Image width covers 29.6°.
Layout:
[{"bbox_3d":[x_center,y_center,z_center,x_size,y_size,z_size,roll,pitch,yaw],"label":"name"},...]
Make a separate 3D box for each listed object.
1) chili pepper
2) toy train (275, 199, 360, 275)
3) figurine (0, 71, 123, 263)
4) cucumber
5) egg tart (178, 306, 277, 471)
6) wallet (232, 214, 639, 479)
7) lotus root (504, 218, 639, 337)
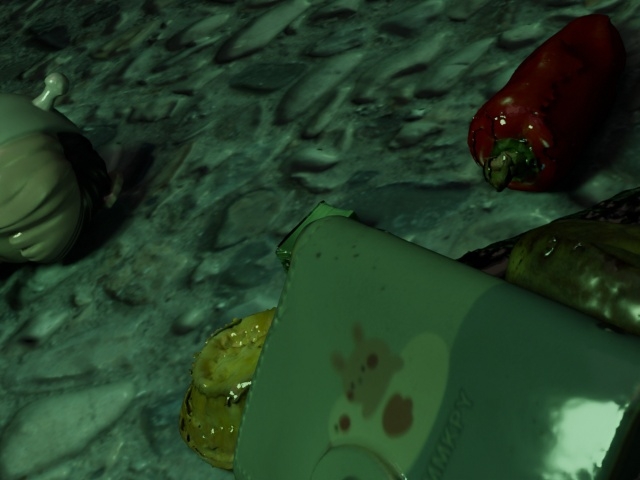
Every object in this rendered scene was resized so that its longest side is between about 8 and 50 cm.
[{"bbox_3d":[0.234,-0.142,1.223,0.110,0.110,0.387,-1,34,35],"label":"chili pepper"},{"bbox_3d":[0.000,0.000,1.239,0.056,0.038,0.093,11,47,42],"label":"toy train"},{"bbox_3d":[-0.440,-0.056,1.454,0.361,0.211,0.253,-10,18,21],"label":"figurine"},{"bbox_3d":[0.222,0.010,1.027,0.303,0.072,0.081,-22,19,6],"label":"cucumber"},{"bbox_3d":[-0.050,0.120,1.068,0.191,0.074,0.191,-21,31,13],"label":"egg tart"},{"bbox_3d":[0.068,0.137,0.851,0.360,0.083,0.252,23,92,49],"label":"wallet"},{"bbox_3d":[0.251,0.067,0.836,0.160,0.152,0.274,1,6,-42],"label":"lotus root"}]
